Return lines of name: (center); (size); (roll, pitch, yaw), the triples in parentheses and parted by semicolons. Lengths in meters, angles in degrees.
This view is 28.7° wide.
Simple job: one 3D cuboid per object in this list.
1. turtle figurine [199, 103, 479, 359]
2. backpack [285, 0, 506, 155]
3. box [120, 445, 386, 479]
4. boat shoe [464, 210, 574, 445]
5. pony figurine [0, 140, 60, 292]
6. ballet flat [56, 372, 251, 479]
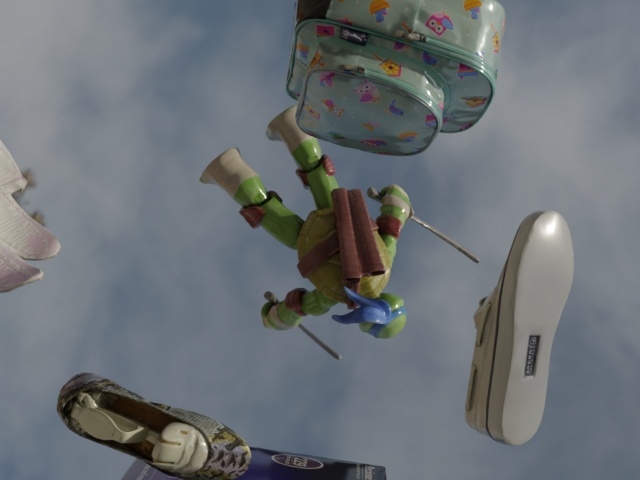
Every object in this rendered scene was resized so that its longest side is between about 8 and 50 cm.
turtle figurine: (0.000, 0.000, 1.402); (0.198, 0.274, 0.266); (-38, -95, 24)
backpack: (0.067, -0.158, 1.104); (0.166, 0.188, 0.144); (107, -12, -68)
box: (-0.049, 0.214, 0.824); (0.261, 0.184, 0.103); (-73, 174, -85)
boat shoe: (0.219, 0.095, 1.430); (0.088, 0.096, 0.267); (11, -84, 51)
pony figurine: (-0.331, -0.067, 0.529); (0.363, 0.303, 0.351); (-31, -91, 19)
ballet flat: (-0.095, 0.108, 0.691); (0.114, 0.041, 0.041); (22, -96, 5)
